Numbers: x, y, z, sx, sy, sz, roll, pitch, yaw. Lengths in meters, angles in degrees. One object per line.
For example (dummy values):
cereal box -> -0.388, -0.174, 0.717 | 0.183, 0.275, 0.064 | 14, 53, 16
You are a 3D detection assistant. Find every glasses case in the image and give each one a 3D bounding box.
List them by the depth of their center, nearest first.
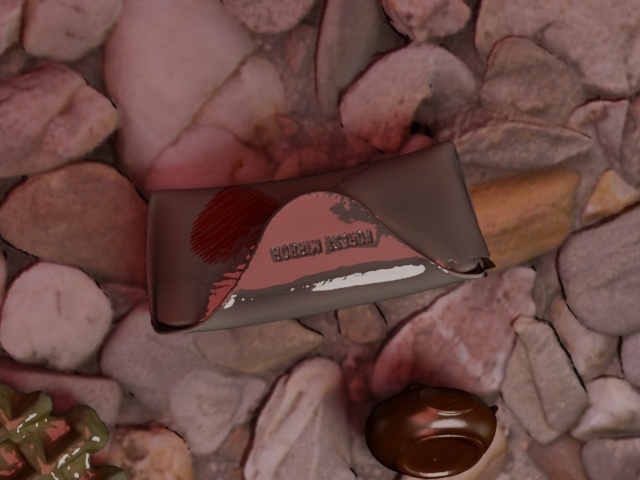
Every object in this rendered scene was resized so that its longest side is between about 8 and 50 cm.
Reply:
glasses case -> 0.000, -0.002, 0.868 | 0.308, 0.083, 0.128 | -11, 94, -10

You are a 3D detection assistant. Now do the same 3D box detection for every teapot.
teapot -> 0.100, 0.162, 0.900 | 0.129, 0.078, 0.098 | 4, 131, -19

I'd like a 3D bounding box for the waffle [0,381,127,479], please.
waffle -> -0.312, 0.258, 0.836 | 0.291, 0.056, 0.309 | 13, 88, -9
